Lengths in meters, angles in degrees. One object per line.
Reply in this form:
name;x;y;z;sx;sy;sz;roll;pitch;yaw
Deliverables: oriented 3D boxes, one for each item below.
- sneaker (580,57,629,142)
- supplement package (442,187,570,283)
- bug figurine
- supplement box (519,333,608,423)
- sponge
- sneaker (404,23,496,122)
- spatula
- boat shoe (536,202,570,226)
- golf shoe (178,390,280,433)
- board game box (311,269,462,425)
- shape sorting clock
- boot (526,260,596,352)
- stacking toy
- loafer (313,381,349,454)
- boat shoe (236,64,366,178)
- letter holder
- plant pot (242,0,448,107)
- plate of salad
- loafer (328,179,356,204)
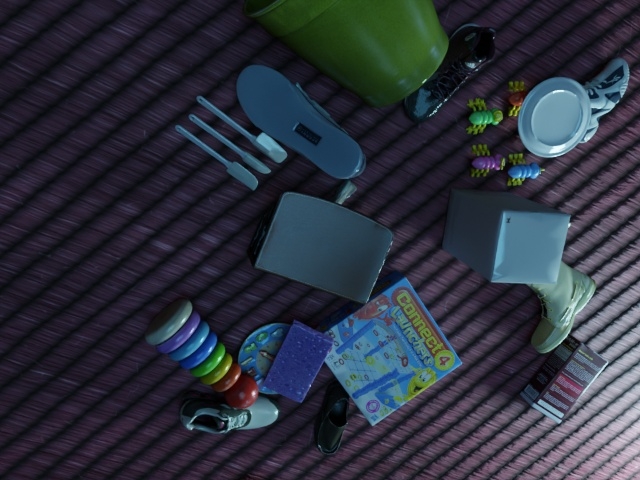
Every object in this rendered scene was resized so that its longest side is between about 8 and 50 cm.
sneaker;0.686;-0.389;1.535;0.153;0.094;0.235;23;109;-25
supplement package;0.452;-0.018;1.484;0.178;0.293;0.175;3;104;-12
bug figurine;0.487;-0.268;1.540;0.216;0.072;0.278;-9;107;-9
supplement box;0.732;0.416;1.779;0.130;0.073;0.239;34;97;-19
sponge;-0.059;0.316;1.534;0.117;0.031;0.210;25;111;-3
sneaker;0.317;-0.405;1.417;0.106;0.162;0.281;33;96;-18
spatula;-0.212;-0.231;1.385;0.242;0.019;0.168;37;139;-16
boat shoe;0.628;-0.059;1.635;0.152;0.056;0.049;27;93;-17
golf shoe;-0.238;0.473;1.568;0.273;0.120;0.105;5;102;-14
board game box;0.174;0.291;1.605;0.302;0.086;0.308;-35;103;0
shape sorting clock;-0.120;0.320;1.590;0.206;0.040;0.206;-3;106;-11
boot;0.637;0.172;1.679;0.204;0.095;0.262;32;95;-18
stacking toy;-0.284;0.305;1.499;0.141;0.141;0.330;-40;109;1
loafer;0.033;0.510;1.654;0.080;0.078;0.219;5;104;-13
boat shoe;-0.034;-0.276;1.401;0.367;0.156;0.135;37;101;11
letter holder;0.000;0.000;1.472;0.302;0.152;0.214;20;98;-16
plant pot;0.086;-0.488;1.273;0.366;0.366;0.353;-46;120;3
plate of salad;0.587;-0.311;1.491;0.200;0.048;0.199;-3;109;-9
loafer;0.045;-0.097;1.510;0.039;0.045;0.125;37;92;-25
